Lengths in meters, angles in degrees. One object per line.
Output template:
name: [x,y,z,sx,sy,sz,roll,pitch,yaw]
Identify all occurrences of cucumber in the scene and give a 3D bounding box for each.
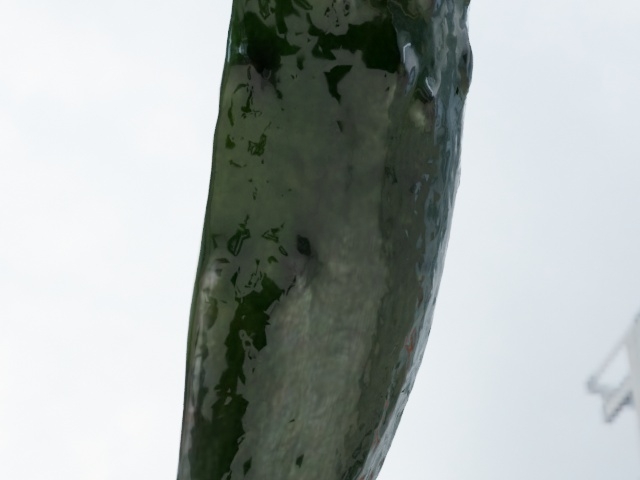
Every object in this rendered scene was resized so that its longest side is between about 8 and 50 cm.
cucumber: [0.002,0.000,0.642,0.105,0.326,0.145,10,-5,-1]
